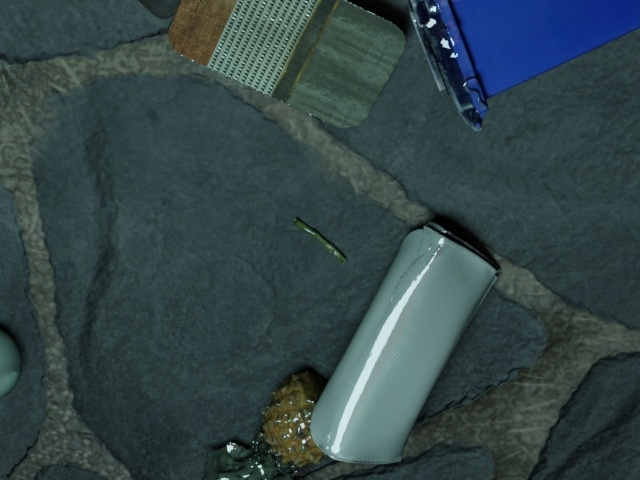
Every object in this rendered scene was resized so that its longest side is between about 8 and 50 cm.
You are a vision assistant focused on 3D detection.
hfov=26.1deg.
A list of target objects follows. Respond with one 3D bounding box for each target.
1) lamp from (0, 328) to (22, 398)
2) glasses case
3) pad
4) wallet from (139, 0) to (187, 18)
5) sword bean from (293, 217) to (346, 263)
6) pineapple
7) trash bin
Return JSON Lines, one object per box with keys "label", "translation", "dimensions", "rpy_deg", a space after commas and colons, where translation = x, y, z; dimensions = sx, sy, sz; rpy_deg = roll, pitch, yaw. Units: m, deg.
{"label": "lamp", "translation": [-0.436, 0.159, 1.771], "dimensions": [0.105, 0.105, 0.105], "rpy_deg": [3, 119, 5]}
{"label": "glasses case", "translation": [0.102, 0.128, 1.688], "dimensions": [0.128, 0.083, 0.308], "rpy_deg": [23, 99, -30]}
{"label": "pad", "translation": [-0.016, -0.258, 1.478], "dimensions": [0.250, 0.055, 0.323], "rpy_deg": [24, 151, -7]}
{"label": "wallet", "translation": [-0.207, -0.318, 1.533], "dimensions": [0.082, 0.018, 0.156], "rpy_deg": [-39, 109, 24]}
{"label": "sword bean", "translation": [0.000, 0.000, 1.691], "dimensions": [0.083, 0.012, 0.012], "rpy_deg": [39, 116, -14]}
{"label": "pineapple", "translation": [-0.062, 0.277, 1.795], "dimensions": [0.111, 0.119, 0.237], "rpy_deg": [33, 113, -20]}
{"label": "trash bin", "translation": [0.220, -0.246, 1.452], "dimensions": [0.234, 0.162, 0.184], "rpy_deg": [-20, 123, 10]}
